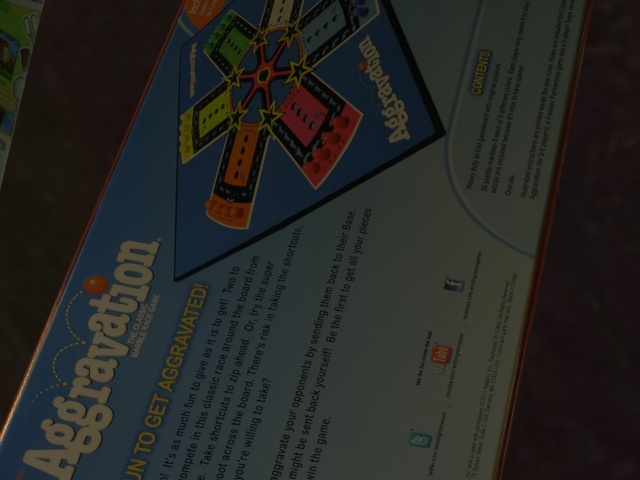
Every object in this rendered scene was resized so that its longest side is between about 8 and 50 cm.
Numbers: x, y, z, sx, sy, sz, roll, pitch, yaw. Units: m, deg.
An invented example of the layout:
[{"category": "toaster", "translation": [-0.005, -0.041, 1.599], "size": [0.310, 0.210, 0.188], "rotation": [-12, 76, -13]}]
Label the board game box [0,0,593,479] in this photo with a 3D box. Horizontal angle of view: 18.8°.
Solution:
[{"category": "board game box", "translation": [0.000, 0.000, 0.626], "size": [0.145, 0.281, 0.027], "rotation": [11, 137, 7]}]

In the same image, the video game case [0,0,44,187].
[{"category": "video game case", "translation": [-0.230, -0.113, 0.966], "size": [0.026, 0.206, 0.227], "rotation": [-3, 157, 34]}]
